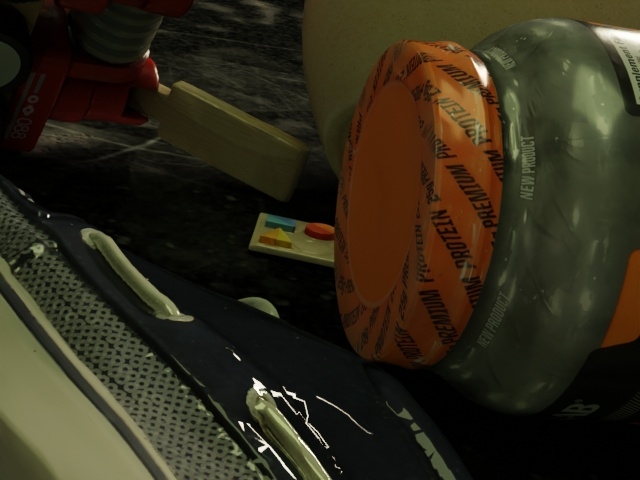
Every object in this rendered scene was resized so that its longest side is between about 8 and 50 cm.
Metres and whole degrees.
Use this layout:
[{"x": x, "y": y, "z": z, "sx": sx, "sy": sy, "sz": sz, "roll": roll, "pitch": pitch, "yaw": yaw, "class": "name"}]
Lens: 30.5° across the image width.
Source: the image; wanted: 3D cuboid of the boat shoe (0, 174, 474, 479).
[{"x": -0.090, "y": 0.049, "z": 0.438, "sx": 0.158, "sy": 0.127, "sz": 0.340, "roll": 1, "pitch": 31, "yaw": -42, "class": "boat shoe"}]

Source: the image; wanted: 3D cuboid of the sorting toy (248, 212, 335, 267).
[{"x": 0.000, "y": 0.000, "z": 0.728, "sx": 0.083, "sy": 0.012, "sz": 0.062, "roll": 12, "pitch": 21, "yaw": 0, "class": "sorting toy"}]

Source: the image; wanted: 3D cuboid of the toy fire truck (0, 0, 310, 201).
[{"x": -0.120, "y": -0.129, "z": 0.746, "sx": 0.246, "sy": 0.217, "sz": 0.158, "roll": 5, "pitch": 51, "yaw": -31, "class": "toy fire truck"}]

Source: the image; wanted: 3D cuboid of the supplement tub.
[{"x": 0.177, "y": -0.003, "z": 0.584, "sx": 0.316, "sy": 0.193, "sz": 0.193, "roll": 6, "pitch": 22, "yaw": -14, "class": "supplement tub"}]

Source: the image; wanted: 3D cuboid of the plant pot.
[{"x": 0.101, "y": -0.110, "z": 0.777, "sx": 0.284, "sy": 0.284, "sz": 0.191, "roll": 19, "pitch": 59, "yaw": 17, "class": "plant pot"}]
